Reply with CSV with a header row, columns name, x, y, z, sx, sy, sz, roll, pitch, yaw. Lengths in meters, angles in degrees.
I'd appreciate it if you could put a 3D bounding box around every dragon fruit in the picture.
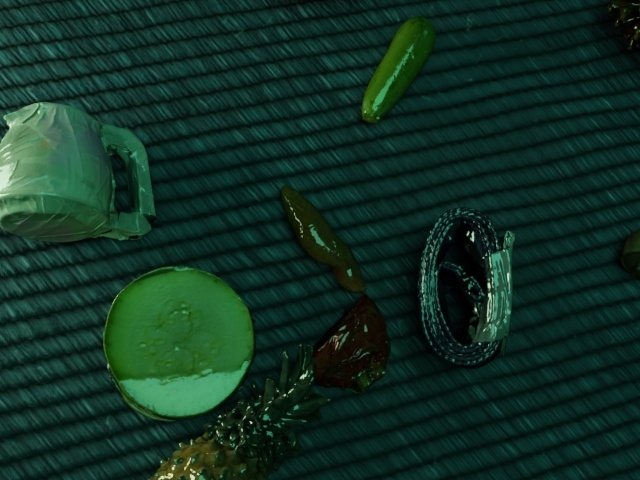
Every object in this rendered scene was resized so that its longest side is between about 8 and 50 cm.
name,x,y,z,sx,sy,sz,roll,pitch,yaw
dragon fruit,0.054,0.163,1.171,0.106,0.083,0.162,46,73,-1

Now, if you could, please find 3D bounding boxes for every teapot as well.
name,x,y,z,sx,sy,sz,roll,pitch,yaw
teapot,-0.338,-0.098,1.112,0.222,0.163,0.178,3,71,-9
teapot,0.539,0.027,1.278,0.085,0.110,0.080,55,52,-41

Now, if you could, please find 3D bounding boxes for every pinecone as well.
name,x,y,z,sx,sy,sz,roll,pitch,yaw
pinecone,0.577,-0.384,1.336,0.195,0.150,0.179,6,78,-8

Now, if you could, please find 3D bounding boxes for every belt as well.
name,x,y,z,sx,sy,sz,roll,pitch,yaw
belt,0.219,0.073,1.197,0.140,0.126,0.230,-1,79,14

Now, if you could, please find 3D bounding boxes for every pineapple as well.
name,x,y,z,sx,sy,sz,roll,pitch,yaw
pineapple,-0.110,0.285,1.089,0.169,0.169,0.340,37,67,-1

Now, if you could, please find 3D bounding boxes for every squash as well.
name,x,y,z,sx,sy,sz,roll,pitch,yaw
squash,-0.189,0.145,1.111,0.220,0.133,0.220,1,84,-12
squash,0.122,-0.270,1.276,0.066,0.066,0.201,31,76,-3

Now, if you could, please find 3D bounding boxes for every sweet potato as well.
name,x,y,z,sx,sy,sz,roll,pitch,yaw
sweet potato,0.000,0.000,1.205,0.058,0.055,0.202,-37,86,-15
